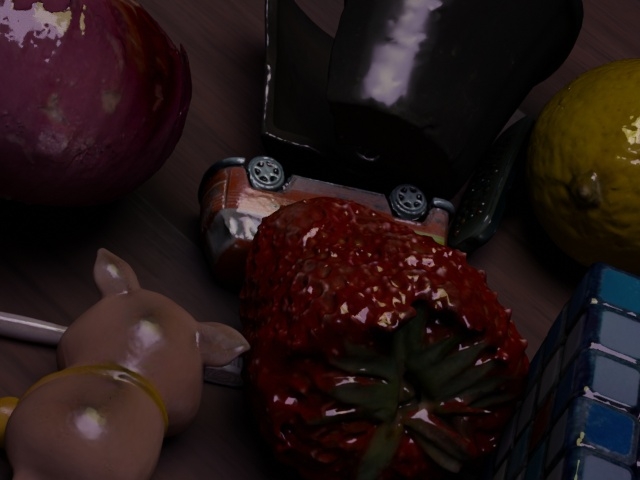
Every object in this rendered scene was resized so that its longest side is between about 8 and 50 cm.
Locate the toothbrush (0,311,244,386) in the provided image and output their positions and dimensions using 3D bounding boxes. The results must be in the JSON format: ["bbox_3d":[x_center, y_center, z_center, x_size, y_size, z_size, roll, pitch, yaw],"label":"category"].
[{"bbox_3d":[-0.215,0.098,1.556,0.307,0.025,0.029,13,39,-11],"label":"toothbrush"}]

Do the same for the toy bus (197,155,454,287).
[{"bbox_3d":[0.000,0.000,1.667,0.265,0.121,0.120,12,57,-11],"label":"toy bus"}]

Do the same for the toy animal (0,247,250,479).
[{"bbox_3d":[-0.197,0.151,1.443,0.165,0.149,0.248,35,58,-9],"label":"toy animal"}]

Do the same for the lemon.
[{"bbox_3d":[0.356,-0.083,1.787,0.267,0.267,0.267,11,48,-12],"label":"lemon"}]

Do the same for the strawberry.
[{"bbox_3d":[0.050,0.098,1.521,0.261,0.261,0.257,5,23,-18],"label":"strawberry"}]

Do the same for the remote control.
[{"bbox_3d":[0.202,-0.066,1.831,0.042,0.072,0.222,42,46,-13],"label":"remote control"}]

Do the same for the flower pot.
[{"bbox_3d":[0.084,-0.181,1.726,0.379,0.379,0.251,19,61,-5],"label":"flower pot"}]

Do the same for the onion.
[{"bbox_3d":[-0.314,-0.150,1.572,0.358,0.345,0.358,24,32,-16],"label":"onion"}]

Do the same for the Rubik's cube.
[{"bbox_3d":[0.308,0.244,1.451,0.292,0.293,0.287,23,46,-4],"label":"Rubik's cube"}]
